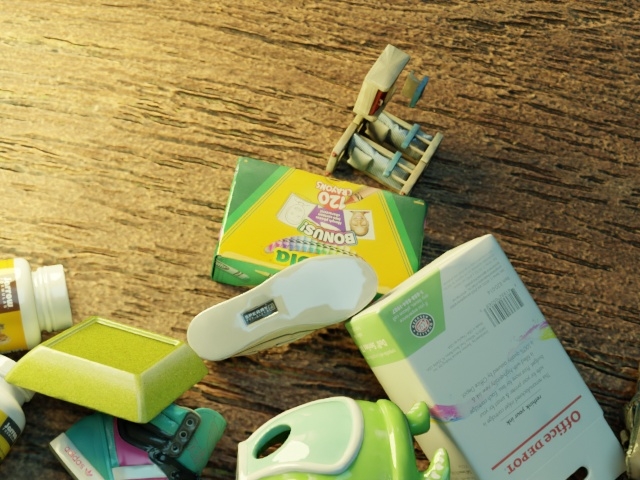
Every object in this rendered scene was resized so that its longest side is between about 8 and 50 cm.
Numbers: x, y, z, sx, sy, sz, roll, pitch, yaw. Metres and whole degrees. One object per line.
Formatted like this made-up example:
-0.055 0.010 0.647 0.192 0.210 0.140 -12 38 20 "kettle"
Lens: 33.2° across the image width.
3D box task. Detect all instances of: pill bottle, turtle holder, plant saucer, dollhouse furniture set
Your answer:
-0.424 0.088 1.343 0.215 0.117 0.117 -10 64 -14 "pill bottle"
0.016 0.326 1.221 0.227 0.243 0.320 4 46 -6 "turtle holder"
-0.253 0.145 1.304 0.188 0.045 0.188 14 16 15 "plant saucer"
0.104 -0.156 1.551 0.129 0.184 0.129 30 60 5 "dollhouse furniture set"
-0.418 0.229 1.278 0.103 0.103 0.184 28 60 4 "pill bottle"

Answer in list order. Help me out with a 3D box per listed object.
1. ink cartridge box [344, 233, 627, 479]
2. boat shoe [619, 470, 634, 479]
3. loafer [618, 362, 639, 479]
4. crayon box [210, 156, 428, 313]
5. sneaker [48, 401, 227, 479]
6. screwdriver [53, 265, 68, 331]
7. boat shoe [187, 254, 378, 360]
0.216 0.197 1.385 0.207 0.119 0.353 -32 90 -25 "ink cartridge box"
0.460 0.440 1.347 0.119 0.121 0.335 -6 51 -6 "boat shoe"
0.436 0.237 1.423 0.084 0.096 0.267 4 23 30 "loafer"
0.000 0.000 1.503 0.278 0.081 0.165 13 60 -4 "crayon box"
-0.166 0.293 1.290 0.295 0.124 0.178 43 71 14 "sneaker"
-0.335 0.113 1.413 0.024 0.025 0.170 -14 74 -9 "screwdriver"
-0.050 0.088 1.410 0.258 0.084 0.095 -17 81 -1 "boat shoe"
